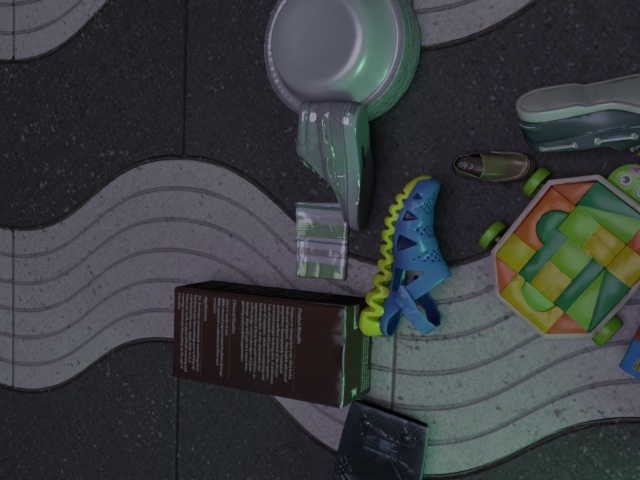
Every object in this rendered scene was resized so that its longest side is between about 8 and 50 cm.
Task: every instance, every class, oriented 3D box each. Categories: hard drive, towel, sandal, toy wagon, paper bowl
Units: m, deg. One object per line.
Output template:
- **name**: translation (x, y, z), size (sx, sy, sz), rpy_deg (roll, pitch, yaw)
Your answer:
- **hard drive**: translation (0.113, 0.440, 1.504), size (0.172, 0.054, 0.254), rpy_deg (15, 101, 25)
- **towel**: translation (0.000, 0.000, 1.545), size (0.113, 0.023, 0.151), rpy_deg (4, 96, 27)
- **sandal**: translation (0.173, 0.040, 1.414), size (0.138, 0.126, 0.317), rpy_deg (19, 112, 23)
- **toy wagon**: translation (0.436, -0.005, 1.300), size (0.267, 0.068, 0.344), rpy_deg (42, 111, 17)
- **paper bowl**: translation (0.026, -0.355, 1.437), size (0.284, 0.148, 0.284), rpy_deg (2, 94, 28)

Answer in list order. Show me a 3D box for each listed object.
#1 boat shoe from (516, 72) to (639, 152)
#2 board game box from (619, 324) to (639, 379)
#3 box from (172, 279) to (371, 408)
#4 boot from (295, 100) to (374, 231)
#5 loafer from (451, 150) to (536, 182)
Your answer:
- **boat shoe**: translation (0.478, -0.195, 1.264), size (0.320, 0.116, 0.099), rpy_deg (-1, 130, 22)
- **board game box**: translation (0.626, 0.123, 1.116), size (0.308, 0.086, 0.301), rpy_deg (36, 108, 52)
- **box**: translation (-0.096, 0.190, 1.546), size (0.382, 0.143, 0.191), rpy_deg (6, 96, 28)
- **boot**: translation (0.024, -0.138, 1.442), size (0.124, 0.095, 0.258), rpy_deg (10, 126, 21)
- **loafer**: translation (0.295, -0.126, 1.371), size (0.148, 0.050, 0.056), rpy_deg (0, 94, 27)
